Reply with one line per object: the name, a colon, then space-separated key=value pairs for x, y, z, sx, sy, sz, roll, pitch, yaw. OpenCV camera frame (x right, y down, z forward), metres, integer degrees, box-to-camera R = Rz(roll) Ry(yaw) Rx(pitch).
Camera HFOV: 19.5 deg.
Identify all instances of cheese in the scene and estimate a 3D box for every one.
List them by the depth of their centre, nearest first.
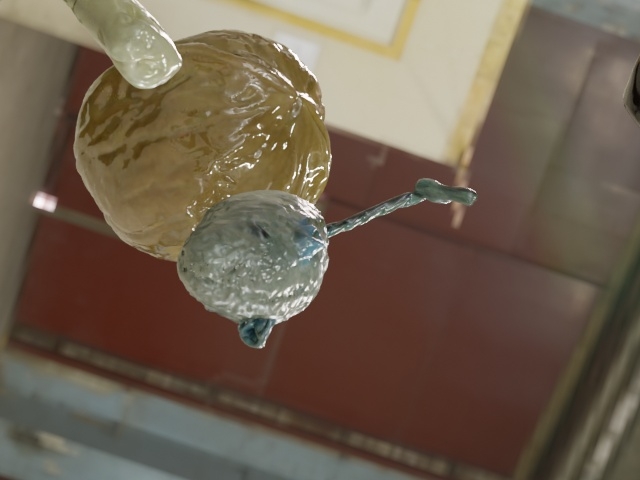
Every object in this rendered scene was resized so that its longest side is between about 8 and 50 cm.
cheese: x=-0.157 y=-0.171 z=1.288 sx=0.043 sy=0.194 sz=0.065 roll=-39 pitch=138 yaw=-2

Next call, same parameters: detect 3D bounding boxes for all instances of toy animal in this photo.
toy animal: x=-0.006 y=0.001 z=1.047 sx=0.253 sy=0.079 sz=0.070 roll=-18 pitch=137 yaw=-59

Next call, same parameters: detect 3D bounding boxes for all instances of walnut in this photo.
walnut: x=-0.099 y=-0.085 z=1.651 sx=0.228 sy=0.228 sz=0.228 roll=-161 pitch=-90 yaw=-87

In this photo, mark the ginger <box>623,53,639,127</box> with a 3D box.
ginger: x=0.446 y=-0.127 z=1.498 sx=0.211 sy=0.358 sz=0.413 roll=-63 pitch=168 yaw=27
